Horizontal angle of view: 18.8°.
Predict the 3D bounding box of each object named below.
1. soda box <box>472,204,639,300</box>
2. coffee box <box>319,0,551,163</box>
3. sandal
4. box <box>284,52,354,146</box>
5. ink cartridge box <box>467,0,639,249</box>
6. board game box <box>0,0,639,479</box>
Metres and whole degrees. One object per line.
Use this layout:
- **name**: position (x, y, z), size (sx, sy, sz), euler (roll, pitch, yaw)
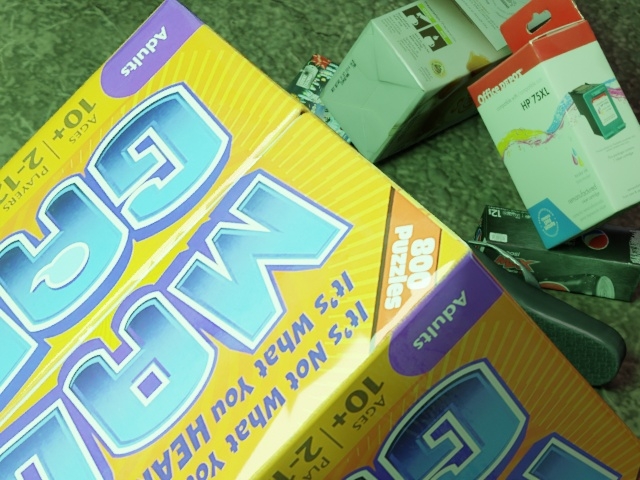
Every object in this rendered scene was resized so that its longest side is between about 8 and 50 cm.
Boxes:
- **soda box**: position (0.242, 0.013, 1.970), size (0.169, 0.060, 0.053), euler (9, 47, -6)
- **coffee box**: position (0.137, -0.193, 2.043), size (0.246, 0.141, 0.098), euler (-27, 75, -36)
- **sandal**: position (0.183, 0.057, 1.902), size (0.254, 0.097, 0.054), euler (32, 50, 0)
- **box**: position (0.002, -0.133, 2.056), size (0.094, 0.027, 0.137), euler (27, 49, 9)
- **ink cartridge box**: position (0.230, -0.123, 1.898), size (0.078, 0.134, 0.231), euler (-23, 84, -29)
- **board game box**: position (-0.047, 0.128, 1.326), size (0.356, 0.356, 0.356), euler (-46, 47, -1)
